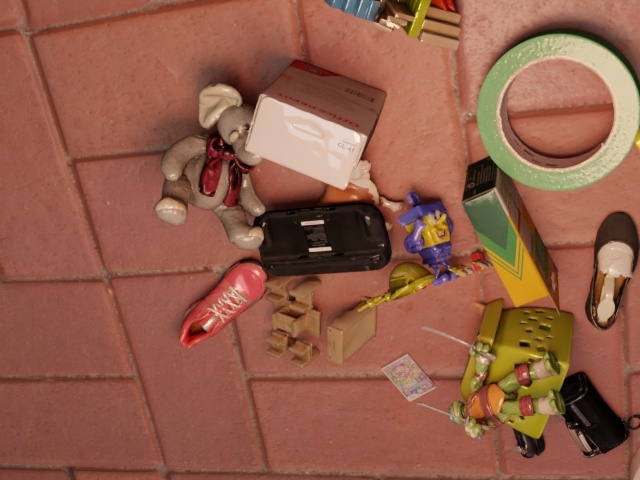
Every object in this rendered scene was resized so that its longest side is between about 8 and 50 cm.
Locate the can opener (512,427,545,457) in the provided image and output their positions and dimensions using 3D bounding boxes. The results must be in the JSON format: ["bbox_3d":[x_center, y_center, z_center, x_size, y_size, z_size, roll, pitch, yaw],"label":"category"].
[{"bbox_3d":[0.511,0.475,2.103,0.059,0.073,0.186,3,121,57],"label":"can opener"}]

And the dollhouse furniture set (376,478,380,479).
[{"bbox_3d":[0.163,0.866,2.237,0.198,0.303,0.286,29,119,-1],"label":"dollhouse furniture set"}]

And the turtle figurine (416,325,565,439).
[{"bbox_3d":[0.356,0.309,1.739,0.266,0.198,0.275,-20,105,28],"label":"turtle figurine"}]

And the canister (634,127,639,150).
[{"bbox_3d":[0.735,-0.221,1.679,0.169,0.073,0.126,-34,103,28],"label":"canister"}]

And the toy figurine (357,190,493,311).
[{"bbox_3d":[0.204,0.003,1.824,0.191,0.362,0.217,-22,84,40],"label":"toy figurine"}]

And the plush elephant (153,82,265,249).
[{"bbox_3d":[-0.197,-0.182,1.805,0.271,0.330,0.255,25,124,-34],"label":"plush elephant"}]

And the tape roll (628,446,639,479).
[{"bbox_3d":[0.968,0.610,2.042,0.391,0.072,0.392,6,118,12],"label":"tape roll"}]

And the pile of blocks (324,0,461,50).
[{"bbox_3d":[0.123,-0.498,1.646,0.362,0.149,0.113,21,120,3],"label":"pile of blocks"}]

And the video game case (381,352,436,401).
[{"bbox_3d":[0.227,0.353,2.128,0.087,0.011,0.122,-35,104,26],"label":"video game case"}]

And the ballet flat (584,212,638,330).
[{"bbox_3d":[0.652,0.080,1.837,0.095,0.096,0.281,5,117,12],"label":"ballet flat"}]

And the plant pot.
[{"bbox_3d":[0.451,0.281,1.921,0.207,0.227,0.228,19,120,11],"label":"plant pot"}]

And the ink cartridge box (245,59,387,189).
[{"bbox_3d":[-0.002,-0.250,1.711,0.226,0.306,0.131,22,119,3],"label":"ink cartridge box"}]

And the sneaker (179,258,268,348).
[{"bbox_3d":[-0.245,0.175,2.083,0.116,0.136,0.314,43,118,-10],"label":"sneaker"}]

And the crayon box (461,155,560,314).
[{"bbox_3d":[0.415,-0.004,1.791,0.083,0.203,0.323,-24,108,24],"label":"crayon box"}]

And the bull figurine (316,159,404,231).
[{"bbox_3d":[0.068,-0.068,1.897,0.188,0.101,0.310,33,130,-6],"label":"bull figurine"}]

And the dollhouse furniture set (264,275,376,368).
[{"bbox_3d":[-0.004,0.194,2.060,0.242,0.161,0.212,17,121,30],"label":"dollhouse furniture set"}]

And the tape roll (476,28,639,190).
[{"bbox_3d":[0.484,-0.263,1.684,0.321,0.077,0.322,9,114,20],"label":"tape roll"}]

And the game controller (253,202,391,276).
[{"bbox_3d":[0.000,0.000,1.878,0.319,0.067,0.167,-5,110,21],"label":"game controller"}]

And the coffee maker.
[{"bbox_3d":[0.658,0.411,2.006,0.171,0.120,0.178,-39,105,3],"label":"coffee maker"}]
